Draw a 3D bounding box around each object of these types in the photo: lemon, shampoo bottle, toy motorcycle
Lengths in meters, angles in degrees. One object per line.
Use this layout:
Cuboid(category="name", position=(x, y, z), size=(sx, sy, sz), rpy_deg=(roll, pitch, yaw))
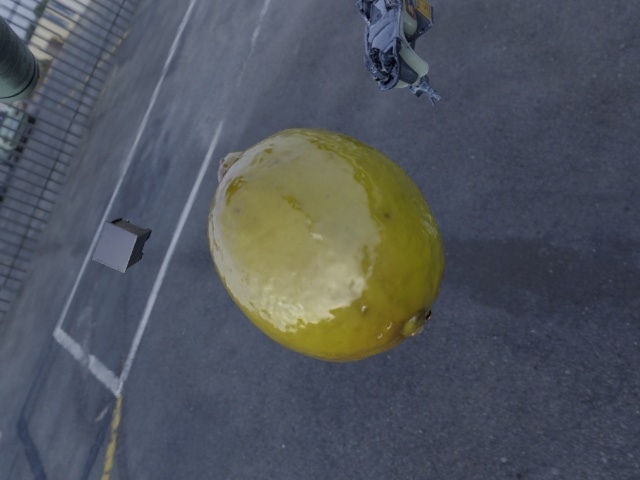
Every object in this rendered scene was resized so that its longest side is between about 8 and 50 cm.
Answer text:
Cuboid(category="lemon", position=(0.003, 0.003, 0.645), size=(0.236, 0.236, 0.263), rpy_deg=(-40, 58, 36))
Cuboid(category="shampoo bottle", position=(-0.396, -0.232, 0.673), size=(0.262, 0.085, 0.085), rpy_deg=(152, 139, -81))
Cuboid(category="toy motorcycle", position=(0.137, -0.350, 1.064), size=(0.091, 0.157, 0.263), rpy_deg=(-28, 47, 42))

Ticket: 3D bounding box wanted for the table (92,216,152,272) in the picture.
Cuboid(category="table", position=(-0.392, 0.005, 1.206), size=(0.082, 0.070, 0.083), rpy_deg=(-63, -4, -77))
